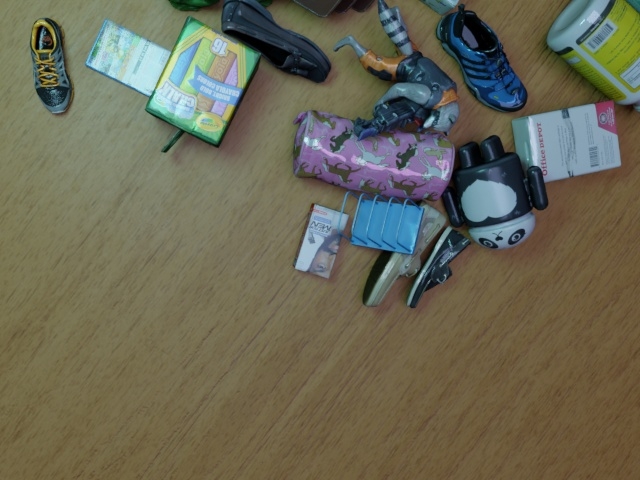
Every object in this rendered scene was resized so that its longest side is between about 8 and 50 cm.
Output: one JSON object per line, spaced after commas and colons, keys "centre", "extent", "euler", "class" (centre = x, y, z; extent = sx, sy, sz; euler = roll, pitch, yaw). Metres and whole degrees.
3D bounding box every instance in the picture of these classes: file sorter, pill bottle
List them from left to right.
{"centre": [0.142, -0.046, 1.538], "extent": [0.170, 0.104, 0.118], "euler": [10, 80, 31], "class": "file sorter"}
{"centre": [0.746, -0.461, 1.596], "extent": [0.334, 0.188, 0.188], "euler": [36, 90, -11], "class": "pill bottle"}

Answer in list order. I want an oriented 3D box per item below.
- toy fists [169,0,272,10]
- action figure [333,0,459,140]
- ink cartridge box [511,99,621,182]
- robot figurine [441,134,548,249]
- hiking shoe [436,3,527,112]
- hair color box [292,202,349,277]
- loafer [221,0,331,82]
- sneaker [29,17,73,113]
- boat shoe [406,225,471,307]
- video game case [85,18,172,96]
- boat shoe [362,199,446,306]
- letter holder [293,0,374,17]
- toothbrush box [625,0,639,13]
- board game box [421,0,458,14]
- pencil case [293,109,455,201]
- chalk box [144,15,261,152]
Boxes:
{"centre": [-0.224, -0.577, 1.449], "extent": [0.279, 0.142, 0.096], "euler": [-3, 86, -8], "class": "toy fists"}
{"centre": [0.186, -0.370, 1.478], "extent": [0.330, 0.178, 0.341], "euler": [48, 51, 4], "class": "action figure"}
{"centre": [0.627, -0.250, 1.645], "extent": [0.237, 0.100, 0.172], "euler": [-12, 98, -8], "class": "ink cartridge box"}
{"centre": [0.427, -0.114, 1.592], "extent": [0.173, 0.209, 0.278], "euler": [-21, 99, -19], "class": "robot figurine"}
{"centre": [0.405, -0.433, 1.574], "extent": [0.304, 0.132, 0.113], "euler": [44, 89, -11], "class": "hiking shoe"}
{"centre": [0.000, 0.000, 1.601], "extent": [0.093, 0.053, 0.167], "euler": [16, 95, -11], "class": "hair color box"}
{"centre": [-0.105, -0.436, 1.468], "extent": [0.302, 0.109, 0.095], "euler": [29, 63, -34], "class": "loafer"}
{"centre": [-0.615, -0.396, 1.447], "extent": [0.084, 0.083, 0.215], "euler": [-8, 99, -9], "class": "sneaker"}
{"centre": [0.296, 0.079, 1.634], "extent": [0.079, 0.084, 0.233], "euler": [33, 89, 6], "class": "boat shoe"}
{"centre": [-0.448, -0.425, 1.503], "extent": [0.166, 0.015, 0.119], "euler": [25, 93, -11], "class": "video game case"}
{"centre": [0.211, 0.047, 1.615], "extent": [0.098, 0.109, 0.302], "euler": [32, 85, -10], "class": "boat shoe"}
{"centre": [0.083, -0.641, 1.413], "extent": [0.214, 0.152, 0.302], "euler": [28, 133, -12], "class": "letter holder"}
{"centre": [0.831, -0.649, 1.533], "extent": [0.126, 0.295, 0.216], "euler": [37, 89, -11], "class": "toothbrush box"}
{"centre": [0.241, -0.727, 1.534], "extent": [0.303, 0.097, 0.224], "euler": [31, 91, -12], "class": "board game box"}
{"centre": [0.120, -0.204, 1.545], "extent": [0.385, 0.167, 0.160], "euler": [9, 127, -10], "class": "pencil case"}
{"centre": [-0.276, -0.321, 1.460], "extent": [0.179, 0.180, 0.289], "euler": [25, 93, -10], "class": "chalk box"}
